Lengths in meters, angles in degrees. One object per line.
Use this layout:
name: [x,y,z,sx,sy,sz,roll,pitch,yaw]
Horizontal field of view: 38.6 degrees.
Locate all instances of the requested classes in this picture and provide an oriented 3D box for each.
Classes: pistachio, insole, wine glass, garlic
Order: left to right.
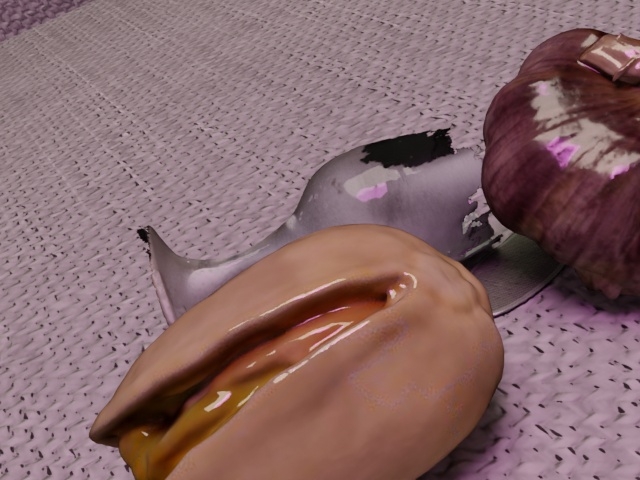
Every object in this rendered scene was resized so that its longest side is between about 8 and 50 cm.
pistachio: [-0.011,0.104,0.646,0.299,0.188,0.187,-29,32,-3]
wine glass: [0.000,0.000,0.825,0.321,0.143,0.143,-22,31,-5]
insole: [0.200,-0.001,0.833,0.080,0.003,0.232,12,43,42]
garlic: [0.254,-0.078,0.731,0.244,0.160,0.245,7,55,-10]
